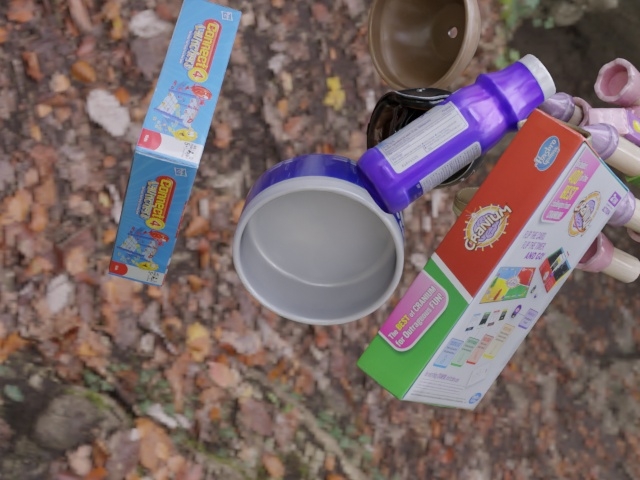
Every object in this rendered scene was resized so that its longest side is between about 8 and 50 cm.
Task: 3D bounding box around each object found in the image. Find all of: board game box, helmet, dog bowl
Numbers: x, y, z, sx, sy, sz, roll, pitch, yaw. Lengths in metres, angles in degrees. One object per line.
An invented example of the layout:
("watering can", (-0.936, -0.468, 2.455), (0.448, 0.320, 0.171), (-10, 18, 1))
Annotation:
("board game box", (-0.214, -0.141, 1.722), (0.086, 0.302, 0.308), (16, 54, -7))
("board game box", (0.195, 0.034, 1.270), (0.316, 0.064, 0.242), (-55, 154, 5))
("helmet", (0.168, -0.154, 1.791), (0.161, 0.169, 0.169), (8, 83, -22))
("dog bowl", (0.000, 0.000, 1.846), (0.265, 0.265, 0.104), (59, 22, -28))

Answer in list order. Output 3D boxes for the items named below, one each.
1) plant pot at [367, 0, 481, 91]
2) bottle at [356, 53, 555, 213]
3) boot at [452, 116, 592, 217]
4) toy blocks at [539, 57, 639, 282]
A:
("plant pot", (0.203, -0.373, 2.077), (0.109, 0.237, 0.237), (-2, 91, -43))
("bottle", (0.183, -0.146, 1.590), (0.283, 0.118, 0.092), (-34, 85, -2))
("boot", (0.273, -0.091, 1.606), (0.077, 0.213, 0.165), (-43, 134, -42))
("toy blocks", (0.449, -0.133, 1.649), (0.260, 0.309, 0.289), (22, 57, -38))
